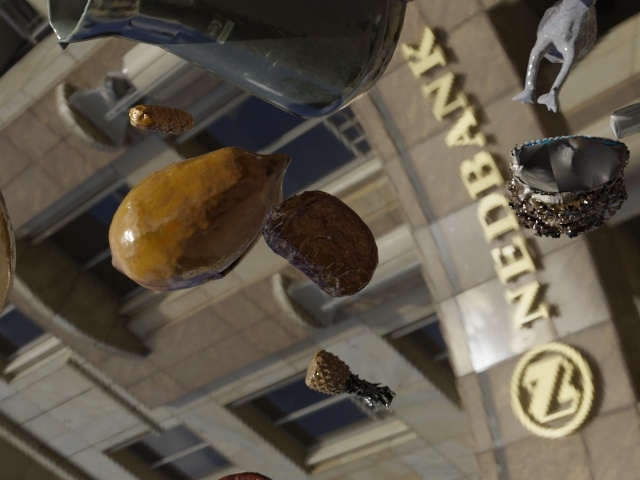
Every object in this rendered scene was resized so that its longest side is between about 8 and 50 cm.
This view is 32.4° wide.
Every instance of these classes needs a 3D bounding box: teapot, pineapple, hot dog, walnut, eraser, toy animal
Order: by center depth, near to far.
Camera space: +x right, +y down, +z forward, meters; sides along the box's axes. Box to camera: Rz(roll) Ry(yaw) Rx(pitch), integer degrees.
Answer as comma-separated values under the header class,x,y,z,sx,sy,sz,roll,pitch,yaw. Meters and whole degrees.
class,x,y,z,sx,sy,sz,roll,pitch,yaw
teapot,-0.091,-0.295,1.182,0.344,0.300,0.253,7,-146,-30
hot dog,-0.001,0.002,1.252,0.147,0.099,0.065,38,-151,-23
eraser,0.426,-0.163,1.382,0.052,0.122,0.029,28,-138,-74
pineapple,0.044,0.185,1.445,0.124,0.058,0.058,18,-130,-8
toy animal,0.339,-0.282,1.543,0.081,0.206,0.367,25,-173,12
walnut,-0.187,-0.043,1.793,0.209,0.336,0.209,57,-173,-11

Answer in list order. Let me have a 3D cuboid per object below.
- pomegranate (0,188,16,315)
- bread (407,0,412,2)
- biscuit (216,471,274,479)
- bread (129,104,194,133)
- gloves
class,x,y,z,sx,sy,sz,roll,pitch,yaw
pomegranate,-0.462,0.026,1.112,0.342,0.342,0.342,27,-131,-36
bread,0.058,-0.379,1.552,0.139,0.095,0.269,-12,-142,-20
biscuit,-0.120,0.430,1.616,0.049,0.192,0.192,72,-164,-56
bread,-0.268,-0.205,1.870,0.157,0.052,0.044,-6,-68,-67
gloves,0.400,-0.095,1.763,0.312,0.210,0.135,69,175,-71
